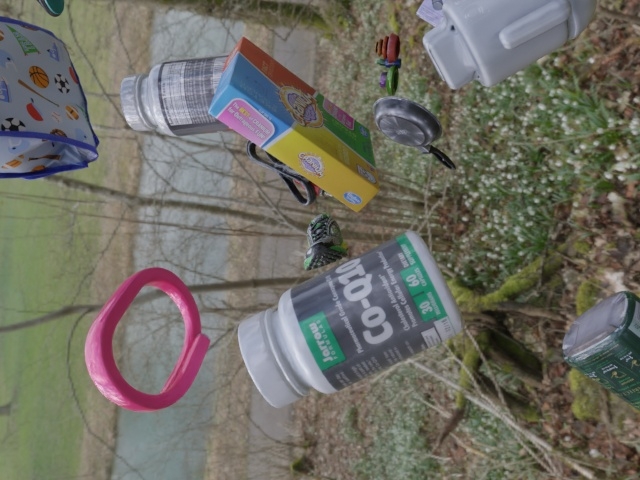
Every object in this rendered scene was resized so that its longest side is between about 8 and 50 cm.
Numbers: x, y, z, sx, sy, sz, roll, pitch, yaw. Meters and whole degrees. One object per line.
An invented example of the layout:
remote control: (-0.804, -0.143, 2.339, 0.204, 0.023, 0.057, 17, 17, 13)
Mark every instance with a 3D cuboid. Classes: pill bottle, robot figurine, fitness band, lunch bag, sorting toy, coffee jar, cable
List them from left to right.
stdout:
lunch bag: (-0.719, -0.312, 1.235, 0.239, 0.386, 0.327, -30, 77, 43)
fitness band: (-0.302, 0.175, 1.008, 0.054, 0.209, 0.290, -25, 26, 25)
pill bottle: (-0.288, -0.335, 1.293, 0.176, 0.319, 0.176, -3, -90, -81)
cable: (-0.074, -0.176, 1.391, 0.287, 0.072, 0.139, 23, 113, 39)
pill bottle: (0.052, 0.146, 0.995, 0.361, 0.204, 0.204, -27, 50, 5)
sorting toy: (0.111, -0.300, 0.948, 0.042, 0.061, 0.101, 9, 113, 18)
robot figurine: (0.386, -0.447, 1.107, 0.354, 0.199, 0.300, -30, 28, 14)
coffee jar: (0.354, 0.141, 0.573, 0.079, 0.184, 0.096, -51, -2, -42)

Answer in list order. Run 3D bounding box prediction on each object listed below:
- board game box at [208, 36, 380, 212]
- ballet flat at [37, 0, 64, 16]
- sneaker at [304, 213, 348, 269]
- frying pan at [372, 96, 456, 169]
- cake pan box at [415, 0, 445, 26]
board game box: (-0.039, -0.215, 1.018, 0.064, 0.317, 0.242, -45, 26, 28)
ballet flat: (-0.539, -0.524, 1.039, 0.074, 0.074, 0.203, 31, 134, 57)
sneaker: (0.000, 0.000, 1.717, 0.343, 0.134, 0.146, -67, -46, -82)
frying pan: (0.249, -0.282, 1.533, 0.197, 0.326, 0.053, 17, 72, 29)
cake pan box: (0.493, -0.786, 1.830, 0.267, 0.070, 0.245, 37, 110, 16)
